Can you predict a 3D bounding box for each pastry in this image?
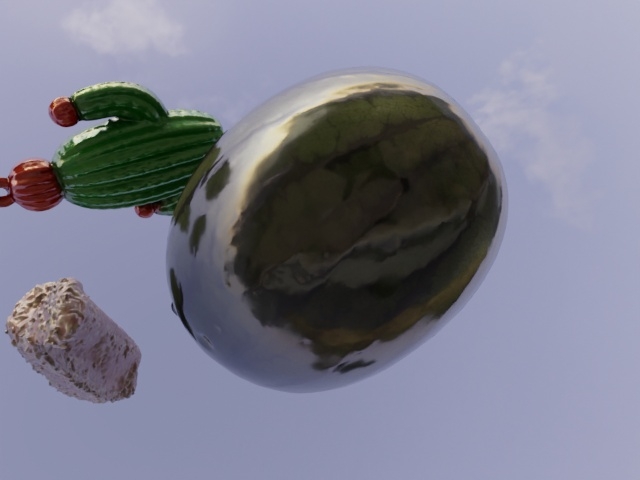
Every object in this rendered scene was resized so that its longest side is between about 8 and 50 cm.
[{"bbox_3d":[-0.303,0.128,0.641,0.112,0.265,0.102,12,-125,2],"label":"pastry"}]

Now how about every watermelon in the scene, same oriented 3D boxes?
[{"bbox_3d":[0.000,0.000,0.510,0.359,0.279,0.279,-42,-73,16],"label":"watermelon"}]

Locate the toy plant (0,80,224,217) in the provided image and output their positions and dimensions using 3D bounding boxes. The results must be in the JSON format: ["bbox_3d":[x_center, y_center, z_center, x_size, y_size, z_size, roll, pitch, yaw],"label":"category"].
[{"bbox_3d":[-0.216,-0.095,0.563,0.241,0.088,0.154,4,-60,-41],"label":"toy plant"}]
